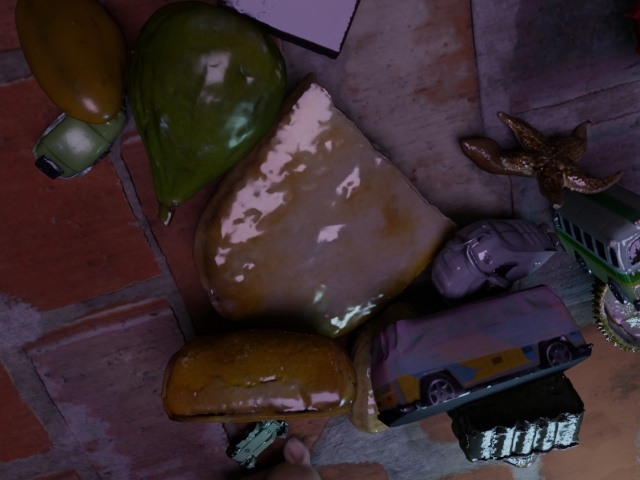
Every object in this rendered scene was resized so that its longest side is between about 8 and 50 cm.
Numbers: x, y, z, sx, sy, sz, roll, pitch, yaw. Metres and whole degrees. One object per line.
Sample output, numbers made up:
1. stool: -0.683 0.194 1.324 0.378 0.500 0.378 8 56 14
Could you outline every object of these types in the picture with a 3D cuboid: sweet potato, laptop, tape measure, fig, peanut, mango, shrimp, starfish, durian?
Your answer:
1. sweet potato: 0.343 -0.145 1.038 0.219 0.051 0.065 12 150 -21
2. laptop: -0.041 -0.389 0.875 0.207 0.026 0.153 16 111 -17
3. tape measure: -0.364 -0.162 0.869 0.177 0.154 0.087 -42 116 7
4. fig: -0.198 -0.199 0.828 0.314 0.233 0.233 -41 115 8
5. peanut: 0.130 0.263 1.169 0.147 0.147 0.305 3 111 -10
6. mango: -0.335 -0.260 0.788 0.139 0.253 0.113 -10 149 -39
7. shrimp: 0.479 0.517 1.404 0.161 0.034 0.091 20 100 -24
8. starfish: 0.401 -0.145 0.981 0.236 0.277 0.062 33 144 6
9. durian: 0.631 0.104 1.160 0.194 0.137 0.237 -22 120 6
10. tape measure: 0.307 0.045 1.069 0.236 0.120 0.197 1 136 -37

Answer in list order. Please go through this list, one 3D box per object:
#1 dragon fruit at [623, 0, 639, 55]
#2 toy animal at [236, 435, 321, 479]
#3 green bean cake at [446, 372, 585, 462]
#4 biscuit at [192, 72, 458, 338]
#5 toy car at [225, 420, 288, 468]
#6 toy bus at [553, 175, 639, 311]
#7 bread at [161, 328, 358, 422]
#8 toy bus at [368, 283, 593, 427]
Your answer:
1. dragon fruit: 0.605 -0.392 0.882 0.205 0.210 0.268 -7 129 -51
2. toy animal: -0.115 0.594 1.241 0.256 0.213 0.195 -19 113 0
3. green bean cake: 0.371 0.306 1.158 0.241 0.255 0.132 -13 126 -3
4. biscuit: 0.000 -0.001 1.019 0.429 0.104 0.446 31 107 -32
5. toy car: -0.141 0.436 1.250 0.073 0.054 0.143 40 100 -25
6. toy bus: 0.526 -0.013 1.012 0.134 0.276 0.164 -31 110 7
7. bread: -0.099 0.254 1.043 0.337 0.147 0.328 -5 162 6
8. toy bus: 0.266 0.202 1.026 0.387 0.162 0.171 -13 155 -14
